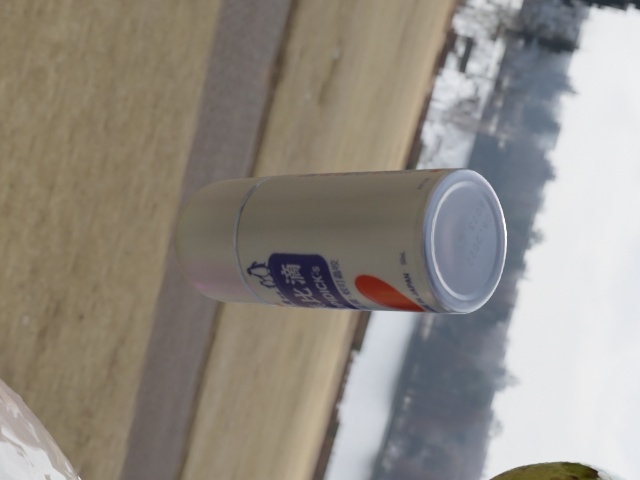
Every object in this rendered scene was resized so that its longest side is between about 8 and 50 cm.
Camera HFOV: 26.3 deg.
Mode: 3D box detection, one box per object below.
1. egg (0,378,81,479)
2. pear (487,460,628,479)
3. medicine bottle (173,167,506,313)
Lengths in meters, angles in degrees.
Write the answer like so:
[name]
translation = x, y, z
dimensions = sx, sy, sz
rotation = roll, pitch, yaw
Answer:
[egg]
translation = -0.222, 0.153, 0.460
dimensions = 0.340, 0.355, 0.354
rotation = -89, -168, -68
[pear]
translation = 0.274, 0.387, 1.548
dimensions = 0.283, 0.284, 0.283
rotation = 16, 90, -84
[medicine bottle]
translation = 0.000, 0.000, 1.293
dimensions = 0.130, 0.341, 0.130
rotation = -1, 92, -48
